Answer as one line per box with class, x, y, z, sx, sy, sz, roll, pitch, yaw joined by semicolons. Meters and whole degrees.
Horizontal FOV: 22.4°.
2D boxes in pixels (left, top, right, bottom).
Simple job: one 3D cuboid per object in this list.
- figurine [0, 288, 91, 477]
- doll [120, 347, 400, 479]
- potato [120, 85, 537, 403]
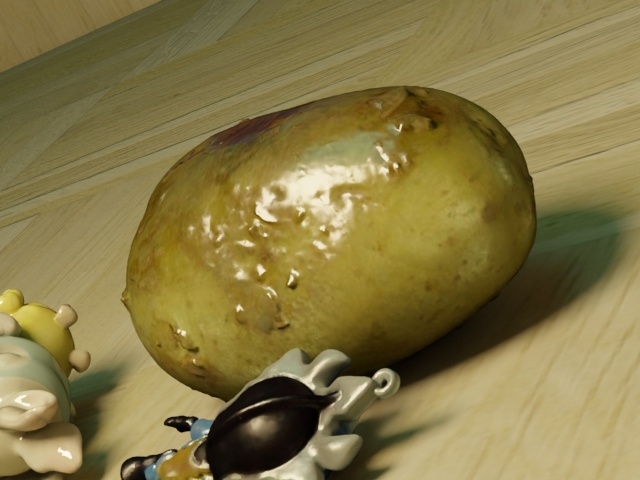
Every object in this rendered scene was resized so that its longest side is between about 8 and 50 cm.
figurine;-0.234;0.114;1.195;0.235;0.127;0.155;-7;19;40
doll;-0.037;0.119;0.945;0.195;0.070;0.096;-28;47;23
potato;0.000;0.000;1.043;0.307;0.173;0.210;-19;17;39
